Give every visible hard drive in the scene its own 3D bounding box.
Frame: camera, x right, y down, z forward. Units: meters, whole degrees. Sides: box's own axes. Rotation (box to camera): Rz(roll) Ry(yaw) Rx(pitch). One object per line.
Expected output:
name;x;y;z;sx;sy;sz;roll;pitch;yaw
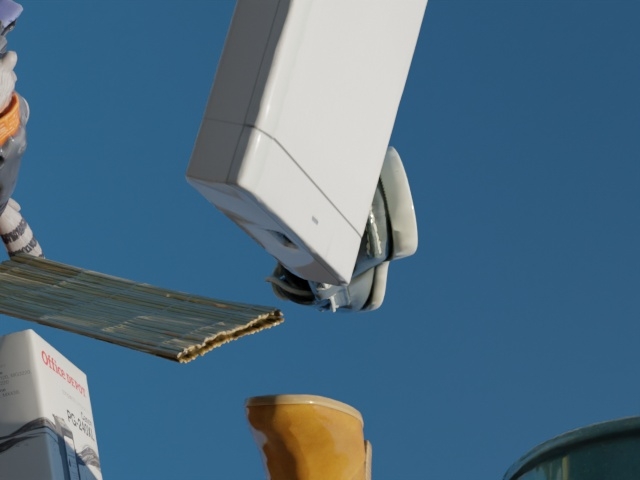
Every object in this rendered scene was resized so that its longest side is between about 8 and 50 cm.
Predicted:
hard drive;0.019;-0.167;0.893;0.047;0.233;0.353;11;-102;19

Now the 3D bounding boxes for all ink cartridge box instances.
ink cartridge box;-0.171;0.139;0.841;0.063;0.109;0.150;-14;-111;4

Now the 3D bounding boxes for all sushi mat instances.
sushi mat;-0.205;0.056;1.294;0.316;0.151;0.019;11;-72;31

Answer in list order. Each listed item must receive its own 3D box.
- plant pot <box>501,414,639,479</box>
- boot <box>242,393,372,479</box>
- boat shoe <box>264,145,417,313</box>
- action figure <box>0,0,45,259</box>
plant pot;0.220;0.268;0.773;0.272;0.255;0.271;8;-32;5
boot;-0.007;0.281;1.425;0.104;0.211;0.295;-2;-23;19
boat shoe;0.000;0.000;1.147;0.099;0.319;0.116;-13;-99;-10
action figure;-0.353;-0.100;1.533;0.178;0.341;0.330;20;-37;5
